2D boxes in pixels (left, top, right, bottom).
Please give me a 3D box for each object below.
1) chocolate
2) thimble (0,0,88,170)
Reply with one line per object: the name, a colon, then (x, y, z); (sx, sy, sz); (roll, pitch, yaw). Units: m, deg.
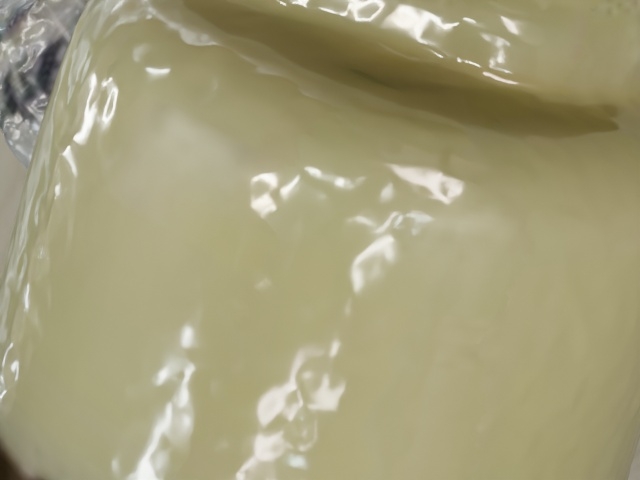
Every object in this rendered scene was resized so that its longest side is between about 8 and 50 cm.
chocolate: (0.000, 0.000, 0.660); (0.314, 0.326, 0.297); (32, 130, 35)
thimble: (-0.123, -0.117, 1.034); (0.157, 0.245, 0.217); (-36, 77, 14)
